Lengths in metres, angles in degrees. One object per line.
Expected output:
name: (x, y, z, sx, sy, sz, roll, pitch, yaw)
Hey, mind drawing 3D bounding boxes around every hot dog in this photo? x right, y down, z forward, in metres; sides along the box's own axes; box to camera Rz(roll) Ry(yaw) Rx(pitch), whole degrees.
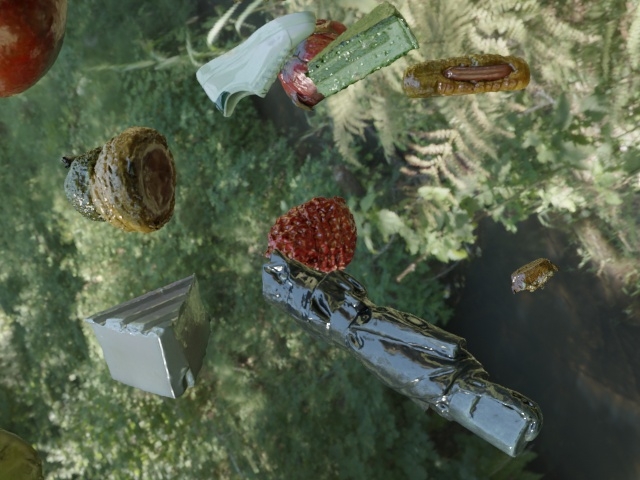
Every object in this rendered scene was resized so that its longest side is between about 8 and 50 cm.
hot dog: (0.239, -0.270, 1.012, 0.047, 0.216, 0.066, 150, 116, -83)

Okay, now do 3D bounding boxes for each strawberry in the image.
strawberry: (0.000, 0.000, 0.902, 0.082, 0.188, 0.121, -24, 94, 32)

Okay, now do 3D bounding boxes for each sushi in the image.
sushi: (0.468, 0.080, 1.367, 0.060, 0.118, 0.061, 63, -173, -2)

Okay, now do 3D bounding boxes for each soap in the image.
soap: (-0.276, 0.182, 1.286, 0.258, 0.302, 0.158, -1, 108, 42)

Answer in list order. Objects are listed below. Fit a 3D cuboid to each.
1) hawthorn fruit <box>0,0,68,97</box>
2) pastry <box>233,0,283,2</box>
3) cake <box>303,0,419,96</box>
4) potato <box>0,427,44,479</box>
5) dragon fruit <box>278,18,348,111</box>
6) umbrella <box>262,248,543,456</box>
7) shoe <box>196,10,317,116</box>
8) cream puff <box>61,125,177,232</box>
hawthorn fruit: (-0.556, -0.377, 1.022, 0.295, 0.295, 0.311, 51, 167, 33)
pastry: (0.003, -0.484, 0.852, 0.292, 0.405, 0.337, 65, 167, -14)
cake: (0.082, -0.403, 1.325, 0.100, 0.235, 0.099, 49, -154, -33)
potato: (-0.488, 0.304, 0.788, 0.169, 0.248, 0.143, -43, 46, 44)
dragon fruit: (-0.045, -0.429, 1.447, 0.218, 0.148, 0.223, -24, 52, 51)
umbrella: (0.049, 0.072, 0.447, 0.236, 0.059, 0.066, 27, -179, 38)
shoe: (-0.109, -0.336, 1.209, 0.110, 0.265, 0.095, 67, -161, 2)
cream puff: (-0.356, -0.104, 1.074, 0.183, 0.169, 0.183, 0, -90, -78)
